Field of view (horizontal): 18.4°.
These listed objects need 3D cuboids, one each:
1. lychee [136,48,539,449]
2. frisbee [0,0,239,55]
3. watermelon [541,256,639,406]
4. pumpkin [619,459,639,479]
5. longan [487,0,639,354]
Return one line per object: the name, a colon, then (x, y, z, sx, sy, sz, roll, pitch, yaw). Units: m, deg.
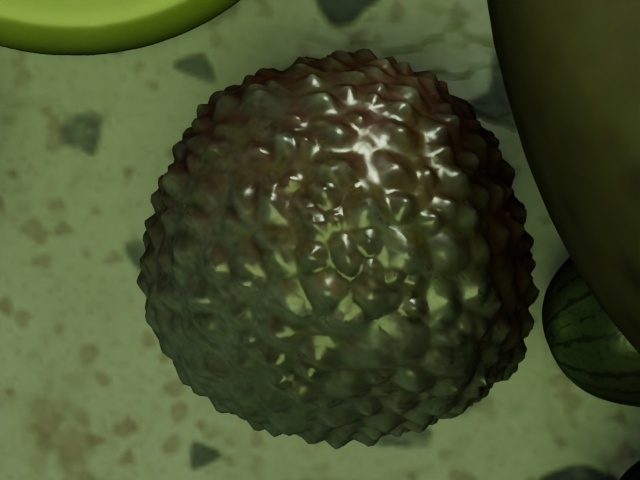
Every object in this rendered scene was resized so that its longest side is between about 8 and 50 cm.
lychee: (0.000, 0.000, 0.797, 0.197, 0.165, 0.165, 37, 111, 31)
frisbee: (-0.104, -0.191, 0.803, 0.236, 0.017, 0.236, 0, 100, -3)
watermelon: (0.149, 0.032, 0.833, 0.110, 0.078, 0.078, -2, 106, 6)
pumpkin: (0.209, 0.156, 0.813, 0.211, 0.152, 0.212, -6, 133, -6)
longan: (0.203, -0.060, 0.683, 0.288, 0.288, 0.350, -45, 64, 16)
